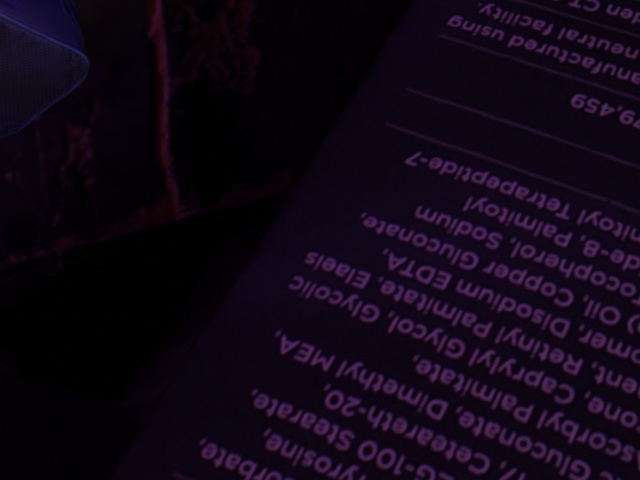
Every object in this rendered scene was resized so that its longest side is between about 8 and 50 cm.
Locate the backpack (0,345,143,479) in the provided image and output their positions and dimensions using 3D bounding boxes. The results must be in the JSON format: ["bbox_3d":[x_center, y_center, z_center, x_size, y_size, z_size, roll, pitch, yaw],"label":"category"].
[{"bbox_3d":[-0.260,0.221,0.493,0.290,0.273,0.355,22,129,-39],"label":"backpack"}]

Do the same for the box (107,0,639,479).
[{"bbox_3d":[0.103,0.186,0.551,0.472,0.297,0.480,-60,162,-29],"label":"box"}]

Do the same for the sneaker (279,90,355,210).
[{"bbox_3d":[0.001,0.002,0.675,0.170,0.051,0.089,-50,143,16],"label":"sneaker"}]

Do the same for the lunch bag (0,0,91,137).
[{"bbox_3d":[-0.139,-0.089,0.447,0.067,0.065,0.098,-30,149,26],"label":"lunch bag"}]
